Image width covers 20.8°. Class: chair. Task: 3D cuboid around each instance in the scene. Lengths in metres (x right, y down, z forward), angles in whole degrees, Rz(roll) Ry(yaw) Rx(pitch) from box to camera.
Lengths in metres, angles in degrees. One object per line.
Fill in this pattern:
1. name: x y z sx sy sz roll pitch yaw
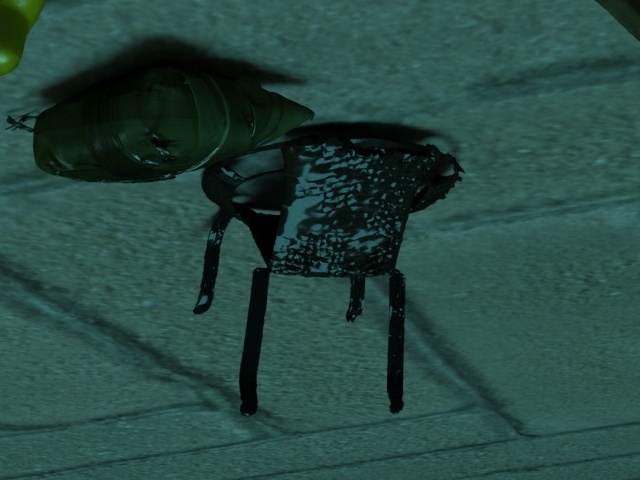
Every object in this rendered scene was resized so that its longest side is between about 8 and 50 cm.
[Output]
1. chair: 0.000 0.000 1.181 0.174 0.149 0.213 2 119 -17

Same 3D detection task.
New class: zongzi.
1. zongzi: -0.098 -0.060 1.011 0.154 0.062 0.130 -12 175 41

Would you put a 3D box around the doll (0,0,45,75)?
1. doll: -0.179 -0.122 0.778 0.113 0.071 0.135 23 145 -23

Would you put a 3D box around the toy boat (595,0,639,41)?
1. toy boat: 0.209 -0.153 0.767 0.188 0.061 0.116 -18 151 33
